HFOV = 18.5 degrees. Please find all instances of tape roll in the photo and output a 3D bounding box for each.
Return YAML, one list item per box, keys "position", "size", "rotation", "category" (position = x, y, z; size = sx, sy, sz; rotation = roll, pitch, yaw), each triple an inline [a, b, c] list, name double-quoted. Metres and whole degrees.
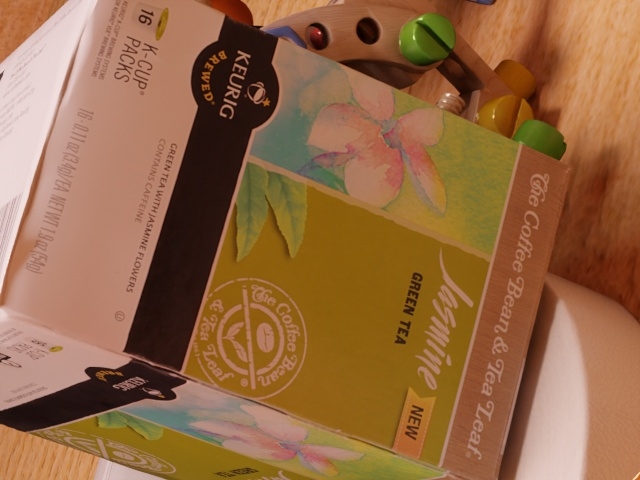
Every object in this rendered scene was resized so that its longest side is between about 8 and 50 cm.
- position: [0.084, 0.202, 1.252]
  size: [0.392, 0.072, 0.392]
  rotation: [-52, 25, 37]
  category: "tape roll"

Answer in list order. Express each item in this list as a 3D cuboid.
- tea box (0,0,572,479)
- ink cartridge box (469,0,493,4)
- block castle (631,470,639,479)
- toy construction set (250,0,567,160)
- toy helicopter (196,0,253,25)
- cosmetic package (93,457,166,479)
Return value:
- position: [-0.072, 0.022, 1.255]
  size: [0.329, 0.323, 0.220]
  rotation: [-23, 50, 64]
  category: "tea box"
- position: [-0.001, -0.389, 1.583]
  size: [0.270, 0.395, 0.151]
  rotation: [-68, 20, 3]
  category: "ink cartridge box"
- position: [0.204, 0.191, 0.627]
  size: [0.213, 0.303, 0.453]
  rotation: [-30, -22, -55]
  category: "block castle"
- position: [0.072, -0.117, 1.475]
  size: [0.237, 0.257, 0.309]
  rotation: [-57, -8, -22]
  category: "toy construction set"
- position: [-0.102, -0.155, 1.571]
  size: [0.140, 0.355, 0.235]
  rotation: [-27, 35, -6]
  category: "toy helicopter"
- position: [-0.142, 0.201, 1.638]
  size: [0.377, 0.097, 0.284]
  rotation: [113, 169, -52]
  category: "cosmetic package"
